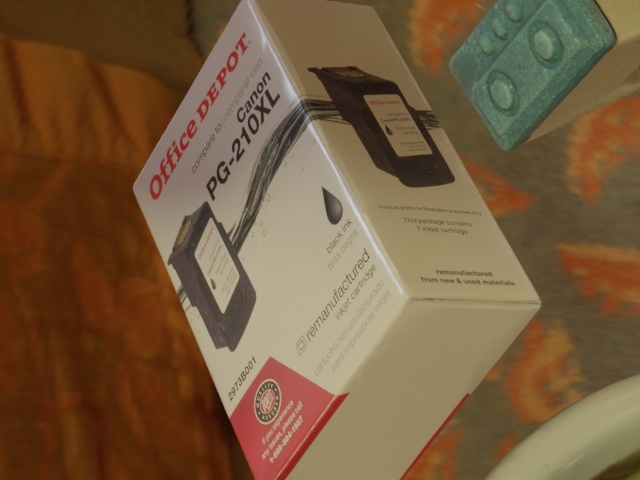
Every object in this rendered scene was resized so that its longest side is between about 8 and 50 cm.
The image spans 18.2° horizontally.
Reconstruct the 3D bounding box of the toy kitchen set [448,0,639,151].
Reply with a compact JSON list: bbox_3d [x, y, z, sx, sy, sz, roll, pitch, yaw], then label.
[{"bbox_3d":[0.048,-0.152,0.676,0.207,0.122,0.166,61,150,13],"label":"toy kitchen set"}]

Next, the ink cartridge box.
[{"bbox_3d":[0.000,0.000,1.137,0.172,0.100,0.237,-56,46,35],"label":"ink cartridge box"}]

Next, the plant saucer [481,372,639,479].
[{"bbox_3d":[0.188,0.252,0.831,0.100,0.400,0.400,-42,67,60],"label":"plant saucer"}]
